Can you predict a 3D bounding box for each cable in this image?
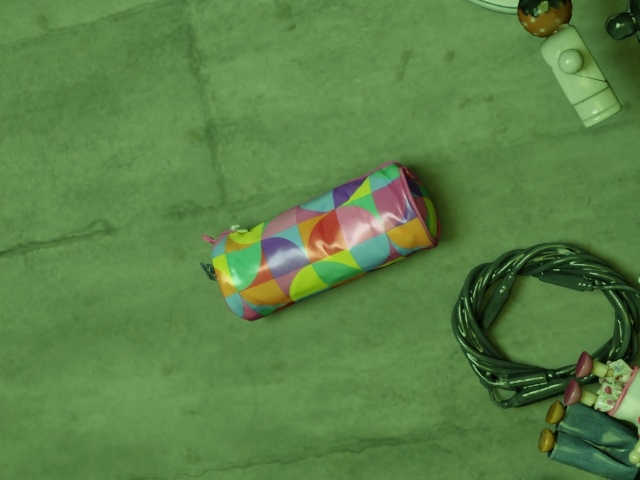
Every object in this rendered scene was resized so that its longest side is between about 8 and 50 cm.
[{"bbox_3d":[0.225,0.076,1.207,0.184,0.047,0.150,-22,83,18],"label":"cable"}]

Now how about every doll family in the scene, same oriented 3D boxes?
[{"bbox_3d":[0.279,0.233,1.170,0.163,0.118,0.263,24,86,2],"label":"doll family"}]

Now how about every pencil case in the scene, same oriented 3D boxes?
[{"bbox_3d":[0.000,0.000,1.232,0.236,0.104,0.104,-21,89,15],"label":"pencil case"}]

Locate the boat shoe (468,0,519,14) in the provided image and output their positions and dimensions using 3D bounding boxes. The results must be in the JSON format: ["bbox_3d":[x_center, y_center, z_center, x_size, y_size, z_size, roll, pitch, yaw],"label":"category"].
[{"bbox_3d":[0.114,-0.315,1.180,0.267,0.088,0.096,45,103,8],"label":"boat shoe"}]

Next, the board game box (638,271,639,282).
[{"bbox_3d":[0.388,0.010,1.018,0.224,0.303,0.097,18,99,14],"label":"board game box"}]

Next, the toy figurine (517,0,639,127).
[{"bbox_3d":[0.291,-0.213,1.063,0.213,0.209,0.148,-32,95,-27],"label":"toy figurine"}]
